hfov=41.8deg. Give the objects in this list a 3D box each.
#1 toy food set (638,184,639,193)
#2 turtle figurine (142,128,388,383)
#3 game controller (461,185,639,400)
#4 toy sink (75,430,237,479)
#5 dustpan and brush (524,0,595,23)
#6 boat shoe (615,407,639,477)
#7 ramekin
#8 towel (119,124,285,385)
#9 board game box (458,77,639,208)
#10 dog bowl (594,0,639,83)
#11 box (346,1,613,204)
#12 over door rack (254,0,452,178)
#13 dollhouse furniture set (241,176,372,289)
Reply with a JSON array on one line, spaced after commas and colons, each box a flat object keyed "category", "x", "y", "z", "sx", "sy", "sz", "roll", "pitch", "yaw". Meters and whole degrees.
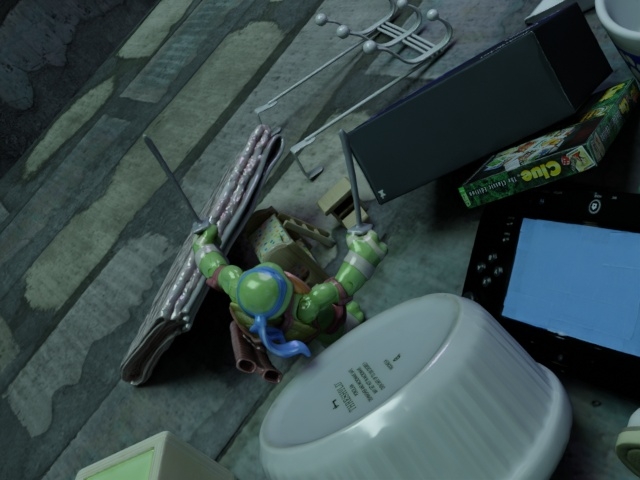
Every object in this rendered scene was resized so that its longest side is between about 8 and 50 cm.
[{"category": "toy food set", "x": 0.360, "y": -0.056, "z": 0.824, "sx": 0.083, "sy": 0.020, "sz": 0.083, "roll": -49, "pitch": 33, "yaw": -5}, {"category": "turtle figurine", "x": -0.031, "y": 0.017, "z": 0.915, "sx": 0.197, "sy": 0.266, "sz": 0.275, "roll": -22, "pitch": 69, "yaw": -1}, {"category": "game controller", "x": 0.239, "y": 0.038, "z": 0.750, "sx": 0.319, "sy": 0.067, "sz": 0.167, "roll": 14, "pitch": 99, "yaw": 61}, {"category": "toy sink", "x": -0.198, "y": 0.350, "z": 0.900, "sx": 0.152, "sy": 0.131, "sz": 0.234, "roll": -28, "pitch": 37, "yaw": 27}, {"category": "dustpan and brush", "x": 0.368, "y": -0.356, "z": 1.111, "sx": 0.147, "sy": 0.060, "sz": 0.211, "roll": -51, "pitch": 32, "yaw": -9}, {"category": "boat shoe", "x": 0.353, "y": 0.138, "z": 0.543, "sx": 0.302, "sy": 0.113, "sz": 0.103, "roll": 3, "pitch": 54, "yaw": 37}, {"category": "ramekin", "x": 0.068, "y": 0.158, "z": 0.730, "sx": 0.272, "sy": 0.127, "sz": 0.273, "roll": -33, "pitch": 10, "yaw": 7}, {"category": "towel", "x": -0.174, "y": 0.027, "z": 1.203, "sx": 0.317, "sy": 0.053, "sz": 0.332, "roll": -43, "pitch": 20, "yaw": 59}, {"category": "board game box", "x": 0.251, "y": -0.107, "z": 0.887, "sx": 0.136, "sy": 0.030, "sz": 0.259, "roll": -22, "pitch": 10, "yaw": 36}, {"category": "dog bowl", "x": 0.441, "y": -0.277, "z": 0.901, "sx": 0.264, "sy": 0.104, "sz": 0.265, "roll": -29, "pitch": 36, "yaw": 24}, {"category": "box", "x": 0.183, "y": -0.159, "z": 0.980, "sx": 0.261, "sy": 0.103, "sz": 0.184, "roll": -25, "pitch": 11, "yaw": 37}, {"category": "over door rack", "x": 0.031, "y": -0.277, "z": 1.364, "sx": 0.324, "sy": 0.108, "sz": 0.239, "roll": -44, "pitch": 31, "yaw": 3}, {"category": "dollhouse furniture set", "x": 0.000, "y": 0.000, "z": 1.094, "sx": 0.161, "sy": 0.101, "sz": 0.182, "roll": -43, "pitch": 32, "yaw": 5}]
